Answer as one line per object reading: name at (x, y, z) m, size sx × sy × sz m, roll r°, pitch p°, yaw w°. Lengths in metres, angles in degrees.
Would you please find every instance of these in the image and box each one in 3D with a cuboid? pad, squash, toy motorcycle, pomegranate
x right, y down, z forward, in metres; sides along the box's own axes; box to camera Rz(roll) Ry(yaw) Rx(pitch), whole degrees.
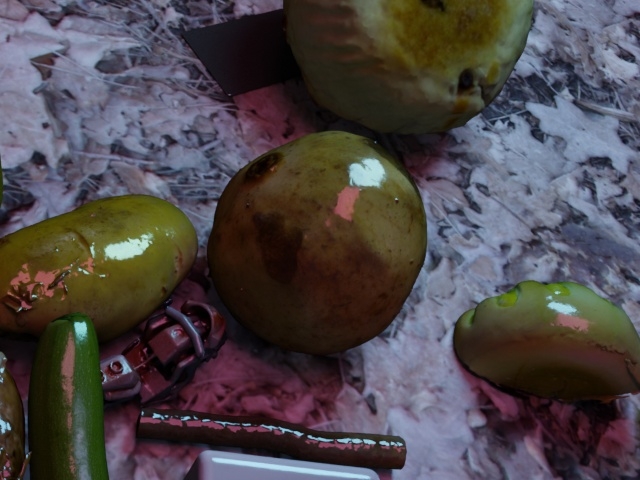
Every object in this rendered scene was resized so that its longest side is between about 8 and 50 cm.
pad at (-0.099, -0.301, 1.717) m, size 0.211 × 0.003 × 0.143 m, roll -21°, pitch 65°, yaw -37°
squash at (-0.262, 0.219, 1.129) m, size 0.082 × 0.082 × 0.293 m, roll -2°, pitch 79°, yaw -27°
toy motorcycle at (-0.189, 0.132, 1.252) m, size 0.212 × 0.118 × 0.084 m, roll -24°, pitch 66°, yaw -37°
pomegranate at (0.000, 0.000, 1.345) m, size 0.281 × 0.281 × 0.281 m, roll 13°, pitch 50°, yaw -16°

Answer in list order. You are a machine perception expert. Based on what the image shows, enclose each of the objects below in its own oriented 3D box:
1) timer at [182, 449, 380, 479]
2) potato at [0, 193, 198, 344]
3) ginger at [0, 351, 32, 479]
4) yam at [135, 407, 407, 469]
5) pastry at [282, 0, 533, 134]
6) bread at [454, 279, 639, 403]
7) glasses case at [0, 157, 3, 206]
timer at (-0.054, 0.343, 1.097) m, size 0.194 × 0.192 × 0.194 m, roll 11°, pitch 50°, yaw -18°
potato at (-0.276, 0.038, 1.272) m, size 0.173 × 0.140 × 0.300 m, roll 43°, pitch 43°, yaw 20°
ginger at (-0.358, 0.238, 1.014) m, size 0.176 × 0.254 × 0.418 m, roll 33°, pitch 36°, yaw -29°
yam at (-0.056, 0.235, 1.286) m, size 0.326 × 0.045 × 0.045 m, roll 10°, pitch 17°, yaw -16°
pastry at (0.118, -0.349, 1.636) m, size 0.388 × 0.389 × 0.312 m, roll -2°, pitch 16°, yaw -27°
bread at (0.330, 0.122, 1.482) m, size 0.260 × 0.156 × 0.158 m, roll 18°, pitch 50°, yaw -13°
glasses case at (-0.475, -0.015, 1.219) m, size 0.173 × 0.141 × 0.371 m, roll 15°, pitch 47°, yaw 7°
